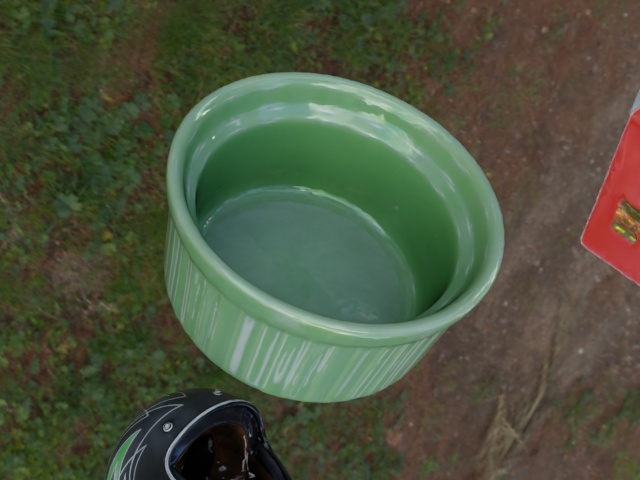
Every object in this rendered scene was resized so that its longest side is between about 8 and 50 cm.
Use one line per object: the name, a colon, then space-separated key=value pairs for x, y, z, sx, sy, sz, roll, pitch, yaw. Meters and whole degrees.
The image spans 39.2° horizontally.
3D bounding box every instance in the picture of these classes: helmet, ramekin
helmet: x=-0.116 y=0.221 z=0.818 sx=0.169 sy=0.161 sz=0.169 roll=-27 pitch=158 yaw=-12
ramekin: x=0.000 y=0.000 z=0.828 sx=0.303 sy=0.303 sz=0.148 roll=-22 pitch=151 yaw=-34

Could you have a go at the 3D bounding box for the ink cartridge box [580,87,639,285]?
ink cartridge box: x=0.445 y=-0.099 z=0.866 sx=0.308 sy=0.091 sz=0.385 roll=30 pitch=80 yaw=-27
